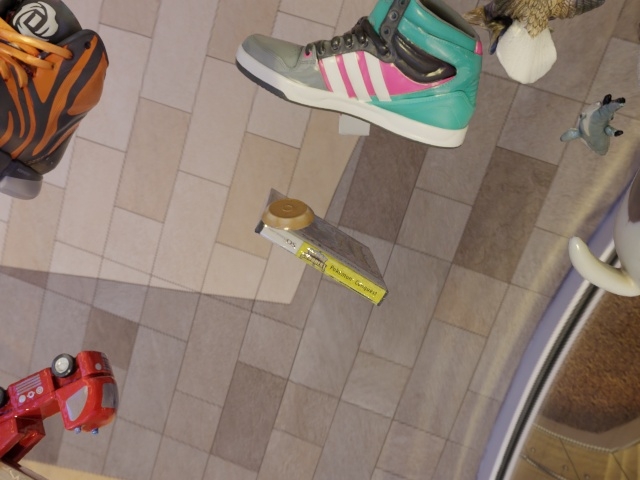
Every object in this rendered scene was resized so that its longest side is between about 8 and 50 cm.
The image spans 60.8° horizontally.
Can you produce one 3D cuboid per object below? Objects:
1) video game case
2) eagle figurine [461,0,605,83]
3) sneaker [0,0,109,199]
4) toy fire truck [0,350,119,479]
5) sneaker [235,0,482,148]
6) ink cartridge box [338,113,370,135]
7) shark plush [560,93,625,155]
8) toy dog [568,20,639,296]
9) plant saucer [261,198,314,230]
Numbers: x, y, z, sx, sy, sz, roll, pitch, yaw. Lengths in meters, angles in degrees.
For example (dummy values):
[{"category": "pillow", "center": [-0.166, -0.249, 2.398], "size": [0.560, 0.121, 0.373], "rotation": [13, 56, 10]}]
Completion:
[{"category": "video game case", "center": [0.000, 0.000, 1.024], "size": [0.248, 0.275, 0.035], "rotation": [31, 102, -10]}, {"category": "eagle figurine", "center": [0.314, -0.405, 0.771], "size": [0.225, 0.298, 0.226], "rotation": [37, 67, 4]}, {"category": "sneaker", "center": [-0.294, -0.151, 0.446], "size": [0.124, 0.321, 0.180], "rotation": [34, 87, 2]}, {"category": "toy fire truck", "center": [-0.249, 0.187, 0.445], "size": [0.191, 0.047, 0.135], "rotation": [-24, 68, -3]}, {"category": "sneaker", "center": [0.054, -0.233, 0.624], "size": [0.295, 0.124, 0.179], "rotation": [18, 123, 1]}, {"category": "ink cartridge box", "center": [0.064, -0.269, 0.968], "size": [0.056, 0.135, 0.099], "rotation": [3, 146, 2]}, {"category": "shark plush", "center": [0.439, -0.184, 0.834], "size": [0.073, 0.161, 0.067], "rotation": [-37, 75, -11]}, {"category": "toy dog", "center": [0.522, -0.127, 0.704], "size": [0.394, 0.285, 0.408], "rotation": [-6, 120, 21]}, {"category": "plant saucer", "center": [-0.050, -0.044, 0.843], "size": [0.083, 0.083, 0.015], "rotation": [7, 125, 9]}]
